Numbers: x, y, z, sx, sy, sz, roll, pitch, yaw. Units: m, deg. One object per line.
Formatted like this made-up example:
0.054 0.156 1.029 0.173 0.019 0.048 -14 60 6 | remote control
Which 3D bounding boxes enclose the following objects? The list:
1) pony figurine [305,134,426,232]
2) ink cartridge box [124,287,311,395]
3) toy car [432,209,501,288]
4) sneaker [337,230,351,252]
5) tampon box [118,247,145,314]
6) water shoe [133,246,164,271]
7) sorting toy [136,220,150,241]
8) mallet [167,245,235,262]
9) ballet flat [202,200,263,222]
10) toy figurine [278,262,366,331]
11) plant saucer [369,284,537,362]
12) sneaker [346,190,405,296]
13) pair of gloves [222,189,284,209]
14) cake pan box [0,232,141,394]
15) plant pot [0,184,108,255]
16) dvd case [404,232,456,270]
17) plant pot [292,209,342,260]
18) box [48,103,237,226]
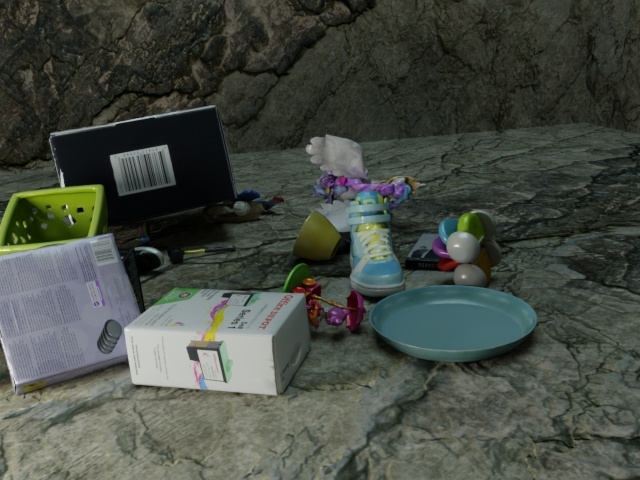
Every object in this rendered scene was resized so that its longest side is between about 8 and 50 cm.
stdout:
0.105 -0.159 2.118 0.351 0.303 0.363 0 0 -17 | pony figurine
-0.177 0.176 1.245 0.278 0.117 0.201 1 17 15 | ink cartridge box
0.321 0.022 1.548 0.136 0.182 0.159 3 32 36 | toy car
0.059 -0.001 1.907 0.089 0.051 0.170 -12 23 -26 | sneaker
-0.452 0.109 1.458 0.120 0.161 0.101 -5 17 0 | tampon box
-0.510 0.070 1.798 0.203 0.073 0.080 -5 37 12 | water shoe
-0.551 -0.027 2.114 0.042 0.061 0.102 -7 -6 -8 | sorting toy
-0.331 0.032 1.915 0.190 0.039 0.062 -4 15 -13 | mallet
-0.294 -0.097 2.255 0.206 0.073 0.067 -10 -18 5 | ballet flat
0.008 0.133 1.368 0.159 0.130 0.173 14 23 22 | toy figurine
0.254 0.161 1.328 0.317 0.043 0.317 -4 16 1 | plant saucer
0.122 -0.002 1.614 0.127 0.208 0.319 -5 17 -7 | sneaker
-0.231 -0.136 2.309 0.159 0.023 0.198 -15 -20 42 | pair of gloves
-0.477 0.124 1.279 0.246 0.267 0.070 -14 -20 -31 | cake pan box
-0.628 0.017 1.661 0.228 0.207 0.227 -5 41 -5 | plant pot
0.332 0.027 1.781 0.179 0.029 0.239 2 17 20 | dvd case
0.000 0.000 1.810 0.095 0.134 0.134 26 24 10 | plant pot
-0.551 -0.217 2.145 0.480 0.297 0.472 -13 8 -14 | box
